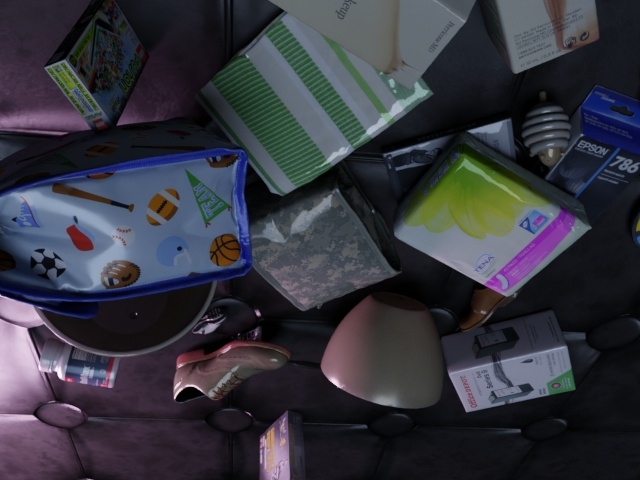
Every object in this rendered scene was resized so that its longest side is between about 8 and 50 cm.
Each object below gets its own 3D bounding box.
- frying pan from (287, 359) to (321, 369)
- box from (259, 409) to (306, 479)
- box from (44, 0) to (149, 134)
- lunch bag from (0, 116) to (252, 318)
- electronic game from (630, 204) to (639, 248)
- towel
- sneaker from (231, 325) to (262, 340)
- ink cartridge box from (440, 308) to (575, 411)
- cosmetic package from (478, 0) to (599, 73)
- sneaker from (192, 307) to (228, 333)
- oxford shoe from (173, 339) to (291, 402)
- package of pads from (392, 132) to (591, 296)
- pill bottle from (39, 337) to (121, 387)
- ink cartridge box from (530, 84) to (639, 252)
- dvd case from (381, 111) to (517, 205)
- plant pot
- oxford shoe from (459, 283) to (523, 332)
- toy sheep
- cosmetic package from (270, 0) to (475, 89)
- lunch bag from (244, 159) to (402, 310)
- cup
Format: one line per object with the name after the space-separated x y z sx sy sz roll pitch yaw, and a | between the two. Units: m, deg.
0.077 0.327 1.510 0.326 0.053 0.197 12 167 -1 | frying pan
-0.115 0.649 1.721 0.056 0.231 0.183 20 130 -24 | box
-0.320 -0.263 0.859 0.036 0.207 0.114 -14 133 16 | box
-0.335 -0.044 0.879 0.385 0.328 0.239 -10 110 -25 | lunch bag
0.764 -0.051 1.212 0.229 0.048 0.229 -1 133 -1 | electronic game
-0.021 -0.241 0.950 0.324 0.038 0.248 -34 101 25 | towel
-0.187 0.244 1.464 0.069 0.038 0.098 14 131 -16 | sneaker
0.479 0.315 1.499 0.289 0.122 0.211 -18 131 15 | ink cartridge box
0.271 -0.403 0.788 0.129 0.153 0.296 -21 132 15 | cosmetic package
-0.262 0.197 1.424 0.109 0.040 0.043 -27 145 26 | sneaker
-0.222 0.335 1.452 0.348 0.130 0.123 -19 137 30 | oxford shoe
0.312 -0.039 1.109 0.296 0.101 0.229 28 128 -13 | package of pads
-0.594 0.300 1.456 0.180 0.108 0.108 13 132 -14 | pill bottle
0.498 -0.122 1.125 0.165 0.065 0.333 13 131 -13 | ink cartridge box
0.253 -0.136 1.125 0.238 0.030 0.179 -15 132 11 | dvd case
0.160 0.227 1.336 0.284 0.284 0.191 11 100 -12 | plant pot
0.385 0.142 1.383 0.076 0.076 0.212 37 131 5 | oxford shoe
0.394 -0.196 1.024 0.091 0.132 0.091 -10 175 -1 | toy sheep
0.041 -0.355 0.763 0.309 0.113 0.160 31 154 -5 | cosmetic package
0.000 0.000 1.151 0.235 0.169 0.287 -23 125 18 | lunch bag
-0.381 0.080 1.148 0.330 0.331 0.237 12 157 -14 | cup
